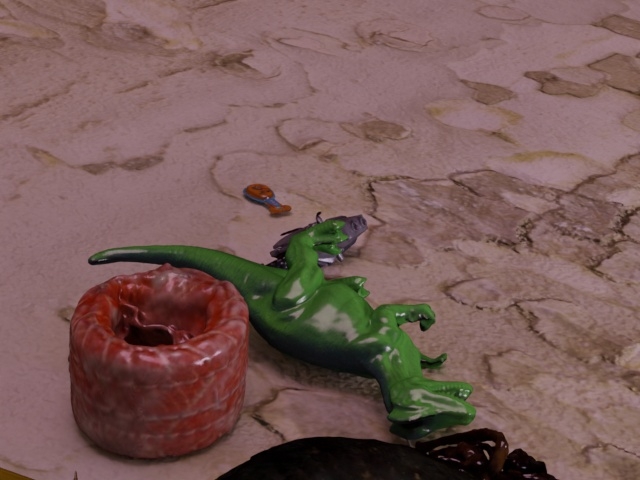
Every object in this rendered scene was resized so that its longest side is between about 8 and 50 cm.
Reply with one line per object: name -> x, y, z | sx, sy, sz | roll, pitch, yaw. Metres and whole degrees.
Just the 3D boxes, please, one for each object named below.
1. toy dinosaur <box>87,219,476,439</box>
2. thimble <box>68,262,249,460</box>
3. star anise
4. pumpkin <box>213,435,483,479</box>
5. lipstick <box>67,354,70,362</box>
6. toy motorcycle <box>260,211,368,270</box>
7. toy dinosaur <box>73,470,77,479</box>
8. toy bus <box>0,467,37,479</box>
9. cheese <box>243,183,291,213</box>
toy dinosaur -> -0.064, 0.136, 2.044 | 0.500, 0.144, 0.374 | -2, 37, -3
thimble -> -0.201, 0.147, 1.935 | 0.239, 0.162, 0.239 | 2, 29, -1
star anise -> 0.185, 0.283, 1.745 | 0.220, 0.126, 0.190 | 16, 26, 16
pumpkin -> 0.022, 0.383, 1.328 | 0.454, 0.344, 0.454 | 7, 41, -6
lipstick -> -0.325, 0.137, 2.095 | 0.019, 0.019, 0.094 | 4, 28, 3
toy motorcycle -> 0.000, 0.000, 2.270 | 0.122, 0.080, 0.215 | -24, 2, 36
toy dinosaur -> -0.293, 0.309, 1.770 | 0.041, 0.026, 0.113 | 2, 37, -15
toy bus -> -0.304, 0.330, 1.602 | 0.331, 0.151, 0.145 | 15, 33, 21
cheese -> -0.087, -0.068, 2.492 | 0.047, 0.017, 0.111 | -18, 35, -27
